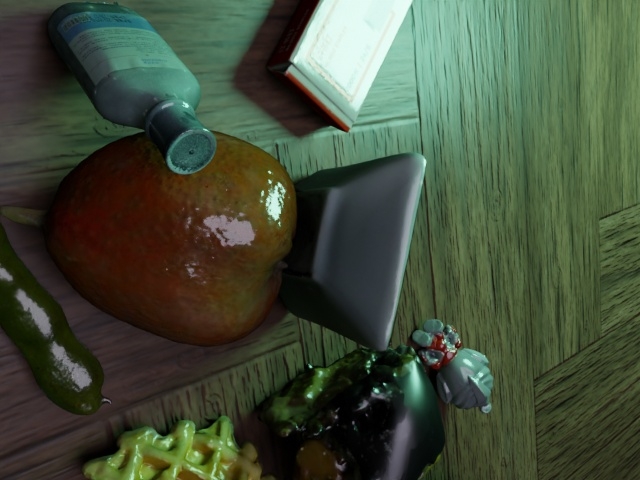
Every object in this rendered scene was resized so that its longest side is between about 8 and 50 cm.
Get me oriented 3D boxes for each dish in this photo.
[{"bbox_3d":[0.000,0.000,0.630,0.080,0.243,0.182,13,87,-23],"label":"dish"}]

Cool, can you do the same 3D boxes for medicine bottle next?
[{"bbox_3d":[-0.152,-0.133,0.509,0.090,0.208,0.054,-12,139,-37],"label":"medicine bottle"}]

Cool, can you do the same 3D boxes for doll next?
[{"bbox_3d":[0.203,0.190,0.915,0.094,0.079,0.180,-42,107,-11],"label":"doll"}]

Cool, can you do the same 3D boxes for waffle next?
[{"bbox_3d":[-0.125,0.302,0.598,0.250,0.056,0.261,-11,65,-44],"label":"waffle"}]

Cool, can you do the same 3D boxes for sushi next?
[{"bbox_3d":[0.046,0.244,0.727,0.200,0.213,0.204,-23,96,-11],"label":"sushi"}]

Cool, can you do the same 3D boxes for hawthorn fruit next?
[{"bbox_3d":[-0.145,-0.009,0.544,0.251,0.199,0.200,9,89,-26],"label":"hawthorn fruit"}]

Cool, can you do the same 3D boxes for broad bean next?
[{"bbox_3d":[-0.262,0.053,0.532,0.052,0.053,0.256,-23,114,5],"label":"broad bean"}]

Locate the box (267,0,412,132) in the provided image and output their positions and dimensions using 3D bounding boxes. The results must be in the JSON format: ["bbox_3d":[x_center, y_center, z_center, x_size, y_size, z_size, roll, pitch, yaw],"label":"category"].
[{"bbox_3d":[0.032,-0.256,0.734,0.123,0.050,0.229,36,73,-36],"label":"box"}]
